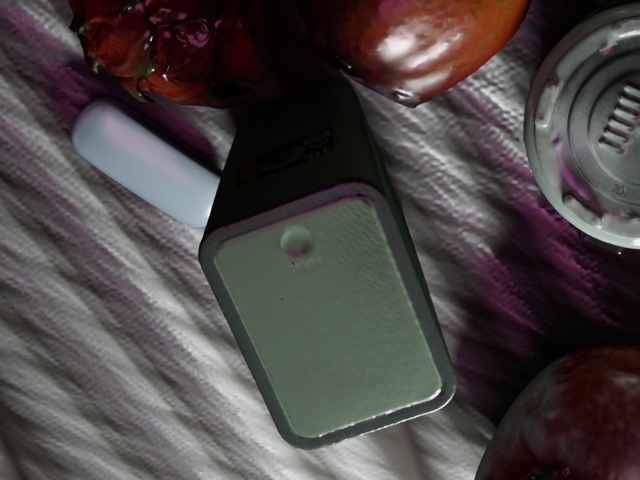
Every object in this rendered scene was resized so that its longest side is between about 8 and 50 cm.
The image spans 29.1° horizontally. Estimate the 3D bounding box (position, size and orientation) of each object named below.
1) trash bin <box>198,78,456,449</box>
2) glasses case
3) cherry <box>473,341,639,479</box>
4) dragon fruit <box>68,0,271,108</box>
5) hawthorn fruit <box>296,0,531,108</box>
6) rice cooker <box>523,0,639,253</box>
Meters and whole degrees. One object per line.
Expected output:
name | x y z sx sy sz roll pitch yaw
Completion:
trash bin | 0.000 0.000 1.149 0.158 0.343 0.222 -21 113 6
glasses case | -0.174 -0.080 1.271 0.178 0.045 0.067 34 108 -14
cherry | 0.322 0.284 1.309 0.326 0.291 0.335 -43 123 -3
dragon fruit | -0.137 -0.214 1.154 0.182 0.189 0.182 5 101 30
hawthorn fruit | 0.100 -0.242 1.122 0.250 0.215 0.215 -33 110 12
rice cooker | 0.318 -0.115 1.171 0.241 0.227 0.280 21 106 12
